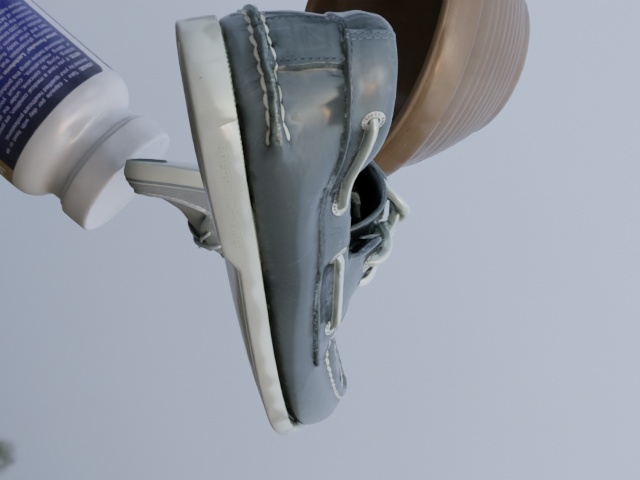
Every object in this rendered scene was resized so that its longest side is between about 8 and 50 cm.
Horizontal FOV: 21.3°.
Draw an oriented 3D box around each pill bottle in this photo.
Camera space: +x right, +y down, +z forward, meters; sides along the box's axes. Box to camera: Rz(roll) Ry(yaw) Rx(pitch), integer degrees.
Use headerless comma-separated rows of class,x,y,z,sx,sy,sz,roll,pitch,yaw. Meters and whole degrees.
pill bottle,-0.286,-0.140,1.683,0.264,0.153,0.153,40,-18,8

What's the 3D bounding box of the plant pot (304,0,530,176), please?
plant pot,0.079,-0.149,1.272,0.237,0.110,0.237,-40,-139,49

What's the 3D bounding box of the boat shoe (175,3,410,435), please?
boat shoe,0.000,0.000,0.843,0.319,0.099,0.116,80,-4,-57

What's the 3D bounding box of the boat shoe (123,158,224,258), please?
boat shoe,-0.079,-0.021,1.595,0.079,0.227,0.081,-156,-99,-69
